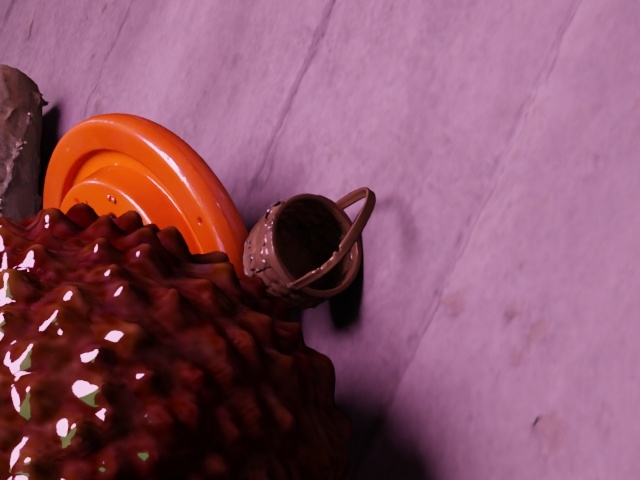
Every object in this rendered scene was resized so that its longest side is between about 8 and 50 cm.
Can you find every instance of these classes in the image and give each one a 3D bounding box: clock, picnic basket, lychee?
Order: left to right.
[{"bbox_3d":[-0.129,0.144,0.896,0.330,0.306,0.306,43,115,28],"label":"lychee"},{"bbox_3d":[-0.113,0.018,1.071,0.205,0.051,0.205,25,126,40],"label":"clock"},{"bbox_3d":[0.000,0.000,0.975,0.083,0.072,0.072,-29,54,49],"label":"picnic basket"}]

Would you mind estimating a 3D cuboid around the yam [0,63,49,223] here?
[{"bbox_3d":[-0.300,0.020,1.321,0.168,0.168,0.304,-26,58,48],"label":"yam"}]
